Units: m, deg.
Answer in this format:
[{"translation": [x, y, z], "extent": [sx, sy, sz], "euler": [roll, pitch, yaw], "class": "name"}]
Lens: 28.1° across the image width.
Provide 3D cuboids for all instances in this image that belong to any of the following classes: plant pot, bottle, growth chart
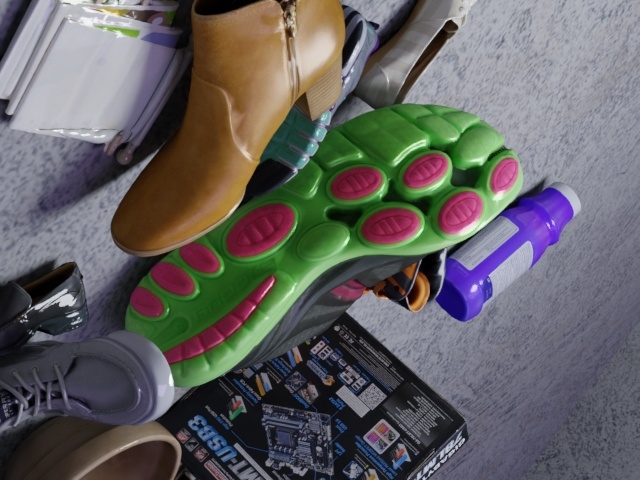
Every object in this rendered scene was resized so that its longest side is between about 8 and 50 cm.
[{"translation": [-0.284, 0.277, 1.468], "extent": [0.237, 0.110, 0.237], "euler": [-37, 153, -23], "class": "plant pot"}, {"translation": [0.304, 0.010, 2.070], "extent": [0.283, 0.092, 0.118], "euler": [-39, 155, -20], "class": "bottle"}, {"translation": [-0.187, -0.150, 1.094], "extent": [0.172, 0.021, 0.237], "euler": [-54, 155, 12], "class": "growth chart"}]

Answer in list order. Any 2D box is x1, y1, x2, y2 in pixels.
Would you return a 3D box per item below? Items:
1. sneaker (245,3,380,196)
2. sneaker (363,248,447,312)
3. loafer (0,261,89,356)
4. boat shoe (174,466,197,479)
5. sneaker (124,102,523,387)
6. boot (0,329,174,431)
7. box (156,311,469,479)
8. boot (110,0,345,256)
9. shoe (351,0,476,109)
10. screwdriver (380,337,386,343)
[{"translation": [-0.006, -0.138, 1.345], "extent": [0.223, 0.083, 0.098], "euler": [-55, 160, 15], "class": "sneaker"}, {"translation": [0.031, 0.055, 1.572], "extent": [0.321, 0.180, 0.124], "euler": [-55, 155, 15], "class": "sneaker"}, {"translation": [-0.294, 0.066, 1.211], "extent": [0.170, 0.062, 0.061], "euler": [-24, 124, -50], "class": "loafer"}, {"translation": [-0.174, 0.337, 1.816], "extent": [0.135, 0.050, 0.045], "euler": [-51, 161, 6], "class": "boat shoe"}, {"translation": [0.000, 0.000, 1.446], "extent": [0.483, 0.185, 0.202], "euler": [-28, 171, -4], "class": "sneaker"}, {"translation": [-0.254, 0.146, 1.202], "extent": [0.123, 0.095, 0.258], "euler": [-21, -172, -41], "class": "boot"}, {"translation": [-0.014, 0.248, 1.649], "extent": [0.293, 0.295, 0.073], "euler": [-43, 153, -13], "class": "box"}, {"translation": [-0.098, -0.134, 1.158], "extent": [0.295, 0.104, 0.211], "euler": [-41, 152, -14], "class": "boot"}, {"translation": [0.125, -0.232, 1.445], "extent": [0.219, 0.058, 0.076], "euler": [-48, 156, -1], "class": "shoe"}, {"translation": [0.041, 0.201, 2.009], "extent": [0.170, 0.024, 0.025], "euler": [-35, -177, -32], "class": "screwdriver"}]
